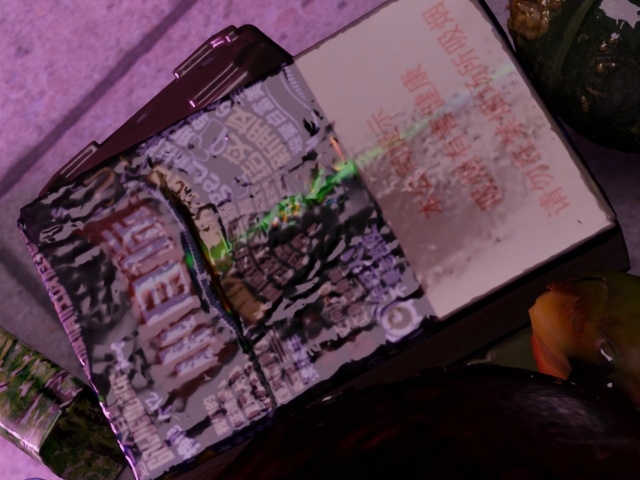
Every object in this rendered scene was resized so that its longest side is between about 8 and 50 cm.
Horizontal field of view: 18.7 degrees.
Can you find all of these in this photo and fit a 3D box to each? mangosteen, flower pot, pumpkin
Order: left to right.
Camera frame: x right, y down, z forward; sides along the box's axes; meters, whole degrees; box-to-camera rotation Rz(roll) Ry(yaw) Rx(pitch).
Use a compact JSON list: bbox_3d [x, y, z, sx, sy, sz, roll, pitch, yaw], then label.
[{"bbox_3d":[-0.094,-0.051,1.294,0.251,0.084,0.179,-40,19,2],"label":"flower pot"},{"bbox_3d":[0.103,0.214,0.938,0.381,0.381,0.421,39,91,34],"label":"mangosteen"},{"bbox_3d":[0.205,-0.140,1.215,0.190,0.146,0.190,-4,34,2],"label":"pumpkin"}]

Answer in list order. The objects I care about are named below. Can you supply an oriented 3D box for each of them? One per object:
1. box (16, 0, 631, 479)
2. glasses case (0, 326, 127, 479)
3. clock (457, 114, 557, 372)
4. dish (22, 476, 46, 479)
[{"bbox_3d":[0.000,0.000,1.143,0.310,0.084,0.198,-30,66,3],"label":"box"},{"bbox_3d":[-0.247,0.079,1.345,0.272,0.095,0.062,29,80,34],"label":"glasses case"},{"bbox_3d":[0.066,0.021,1.232,0.235,0.096,0.308,0,63,25],"label":"clock"},{"bbox_3d":[-0.188,0.293,1.178,0.273,0.134,0.273,-49,18,22],"label":"dish"}]
